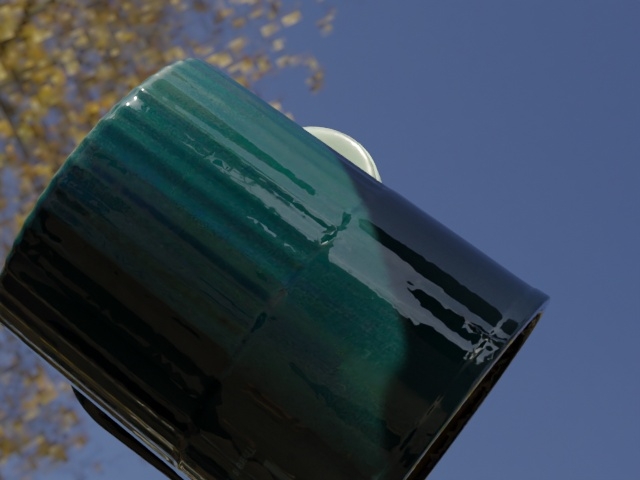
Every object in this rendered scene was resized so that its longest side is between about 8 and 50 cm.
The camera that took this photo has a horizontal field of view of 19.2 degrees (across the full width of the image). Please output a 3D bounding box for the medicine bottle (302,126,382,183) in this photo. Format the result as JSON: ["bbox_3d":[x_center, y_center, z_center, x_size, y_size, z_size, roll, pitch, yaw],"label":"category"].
[{"bbox_3d":[0.000,0.000,1.580,0.135,0.135,0.168,31,-19,29],"label":"medicine bottle"}]

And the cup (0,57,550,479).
[{"bbox_3d":[-0.036,0.056,1.269,0.292,0.242,0.308,37,-9,8],"label":"cup"}]
